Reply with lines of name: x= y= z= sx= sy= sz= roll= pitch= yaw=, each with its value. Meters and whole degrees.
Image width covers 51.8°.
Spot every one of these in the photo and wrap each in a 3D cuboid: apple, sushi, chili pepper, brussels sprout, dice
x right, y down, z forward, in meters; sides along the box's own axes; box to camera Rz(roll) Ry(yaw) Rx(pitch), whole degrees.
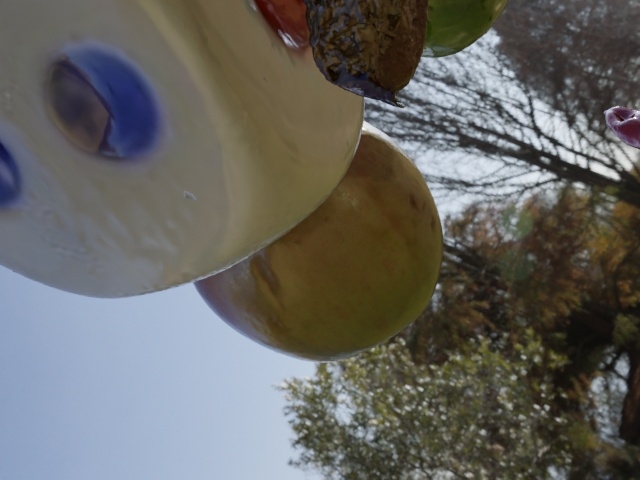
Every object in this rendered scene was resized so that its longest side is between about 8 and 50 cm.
apple: x=0.000 y=0.000 z=0.909 sx=0.338 sy=0.305 sz=0.338 roll=-43 pitch=11 yaw=11
sushi: x=0.020 y=-0.124 z=0.321 sx=0.055 sy=0.052 sz=0.120 roll=-4 pitch=-82 yaw=-62
chili pepper: x=0.504 y=-0.176 z=1.037 sx=0.059 sy=0.191 sz=0.050 roll=-37 pitch=-58 yaw=8
brussels sprout: x=0.155 y=-0.380 z=0.926 sx=0.244 sy=0.244 sz=0.244 roll=-51 pitch=-25 yaw=-34
dice: x=-0.158 y=-0.153 z=0.533 sx=0.304 sy=0.304 sz=0.277 roll=58 pitch=-147 yaw=-31
